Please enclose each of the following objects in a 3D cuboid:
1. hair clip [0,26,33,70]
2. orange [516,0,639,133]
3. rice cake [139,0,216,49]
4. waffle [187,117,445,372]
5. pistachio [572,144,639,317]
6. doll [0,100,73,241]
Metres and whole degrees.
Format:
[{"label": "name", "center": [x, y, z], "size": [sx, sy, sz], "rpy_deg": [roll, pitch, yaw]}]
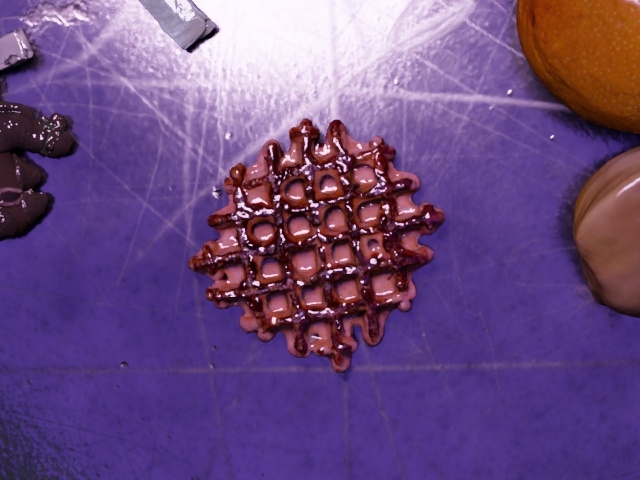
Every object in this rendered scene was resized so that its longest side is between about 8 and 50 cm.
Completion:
[{"label": "hair clip", "center": [-0.367, -0.163, 1.863], "size": [0.172, 0.049, 0.116], "rpy_deg": [-22, 86, 6]}, {"label": "orange", "center": [0.313, -0.216, 1.720], "size": [0.264, 0.264, 0.264], "rpy_deg": [0, 92, 3]}, {"label": "rice cake", "center": [-0.195, -0.289, 1.851], "size": [0.045, 0.042, 0.245], "rpy_deg": [-40, 90, 10]}, {"label": "waffle", "center": [0.000, 0.000, 1.844], "size": [0.221, 0.055, 0.234], "rpy_deg": [32, 98, 0]}, {"label": "pistachio", "center": [0.358, -0.025, 1.753], "size": [0.260, 0.212, 0.163], "rpy_deg": [-21, 67, -5]}, {"label": "doll", "center": [-0.318, -0.063, 1.853], "size": [0.165, 0.057, 0.139], "rpy_deg": [-19, 101, -12]}]
